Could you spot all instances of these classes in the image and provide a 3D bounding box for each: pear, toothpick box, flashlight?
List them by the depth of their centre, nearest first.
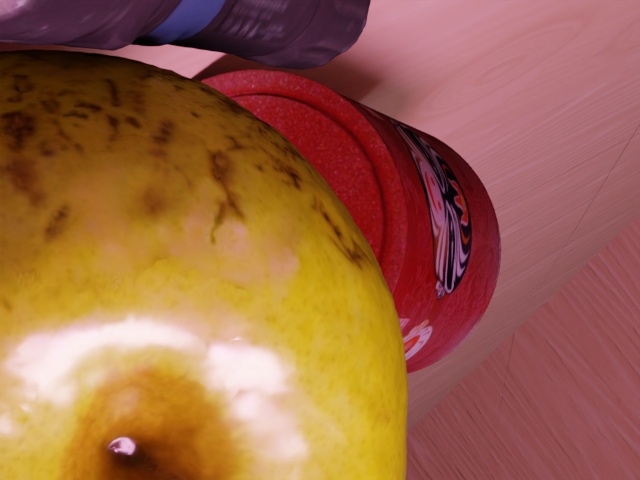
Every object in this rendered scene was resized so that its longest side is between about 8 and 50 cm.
[{"bbox_3d":[-0.070,-0.134,0.939,0.103,0.103,0.424,-40,170,17],"label":"flashlight"},{"bbox_3d":[-0.151,0.090,0.960,0.391,0.391,0.391,-35,169,-8],"label":"pear"},{"bbox_3d":[0.000,0.000,1.386,0.204,0.204,0.333,-38,168,10],"label":"toothpick box"}]
